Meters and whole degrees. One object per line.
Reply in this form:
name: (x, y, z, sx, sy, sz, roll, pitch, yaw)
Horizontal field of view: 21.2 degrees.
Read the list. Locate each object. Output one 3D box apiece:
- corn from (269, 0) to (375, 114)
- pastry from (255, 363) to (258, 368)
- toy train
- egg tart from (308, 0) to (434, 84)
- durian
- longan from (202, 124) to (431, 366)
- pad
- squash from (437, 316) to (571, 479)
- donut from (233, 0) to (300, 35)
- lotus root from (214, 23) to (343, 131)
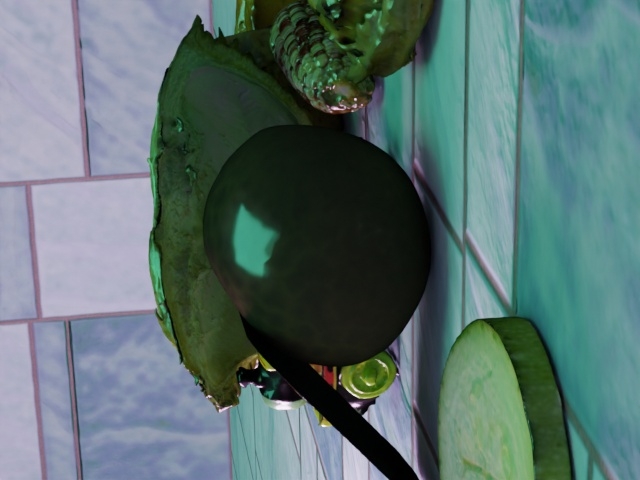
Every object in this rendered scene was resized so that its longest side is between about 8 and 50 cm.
corn: (0.001, -0.183, 1.734, 0.253, 0.086, 0.086, -116, 23, -66)
pastry: (-0.041, 0.079, 1.865, 0.192, 0.182, 0.093, -122, 30, -50)
toy train: (-0.006, 0.041, 1.635, 0.100, 0.160, 0.296, -116, 22, -62)
egg tart: (0.024, -0.271, 1.425, 0.291, 0.107, 0.291, 176, 90, -82)
durian: (-0.085, -0.023, 1.722, 0.198, 0.163, 0.394, 48, -136, -70)
longan: (0.000, 0.000, 1.451, 0.212, 0.198, 0.198, 52, 156, 29)
pad: (0.006, 0.186, 1.426, 0.250, 0.055, 0.323, 46, -157, -16)
squash: (0.128, 0.158, 1.146, 0.219, 0.041, 0.219, 176, 90, -78)
donut: (-0.063, -0.280, 2.058, 0.253, 0.118, 0.253, 173, 90, -81)
lotus root: (-0.073, -0.113, 1.903, 0.188, 0.199, 0.180, 86, 177, -59)
